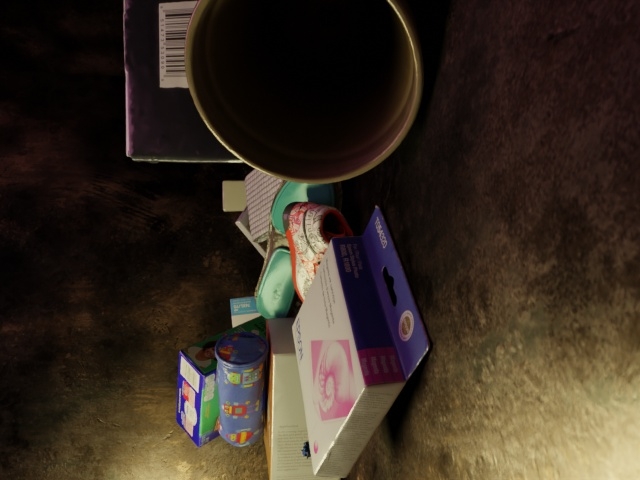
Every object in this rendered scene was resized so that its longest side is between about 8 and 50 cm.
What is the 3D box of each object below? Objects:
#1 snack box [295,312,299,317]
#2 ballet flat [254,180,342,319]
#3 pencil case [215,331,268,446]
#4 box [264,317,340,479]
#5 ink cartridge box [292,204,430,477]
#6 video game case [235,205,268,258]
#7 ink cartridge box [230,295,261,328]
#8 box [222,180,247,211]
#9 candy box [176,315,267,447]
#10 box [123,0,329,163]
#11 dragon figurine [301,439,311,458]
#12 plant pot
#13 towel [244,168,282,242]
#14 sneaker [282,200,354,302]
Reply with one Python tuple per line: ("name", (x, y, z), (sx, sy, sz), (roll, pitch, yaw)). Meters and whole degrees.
("snack box", (-0.059, 0.256, 1.660), (0.141, 0.100, 0.037), (105, 163, -56))
("ballet flat", (-0.046, -0.013, 1.388), (0.182, 0.164, 0.483), (-50, -17, -54))
("pencil case", (-0.185, 0.348, 1.344), (0.133, 0.119, 0.306), (-79, -4, -54))
("box", (-0.044, 0.382, 1.362), (0.215, 0.168, 0.346), (-124, 36, -74))
("ink cartridge box", (0.042, 0.157, 0.942), (0.324, 0.071, 0.330), (-103, 27, -50))
("video game case", (-0.170, -0.042, 1.918), (0.227, 0.026, 0.206), (53, -140, -25))
("ink cartridge box", (-0.197, 0.330, 2.040), (0.198, 0.197, 0.270), (57, -154, -84))
("box", (-0.210, -0.159, 2.034), (0.094, 0.274, 0.113), (-162, 72, -82))
("candy box", (-0.218, 0.361, 1.530), (0.122, 0.317, 0.268), (35, 129, 33))
("box", (-0.189, -0.420, 1.319), (0.471, 0.297, 0.480), (-23, -64, -70))
("dragon figurine", (0.031, 0.343, 1.134), (0.289, 0.085, 0.144), (119, 151, -47))
("plant pot", (-0.005, -0.296, 0.849), (0.280, 0.323, 0.323), (-77, -4, -48))
("towel", (-0.127, -0.133, 1.746), (0.283, 0.121, 0.235), (-28, 65, 57))
("sneaker", (0.010, 0.049, 1.197), (0.145, 0.090, 0.270), (7, 117, 50))
